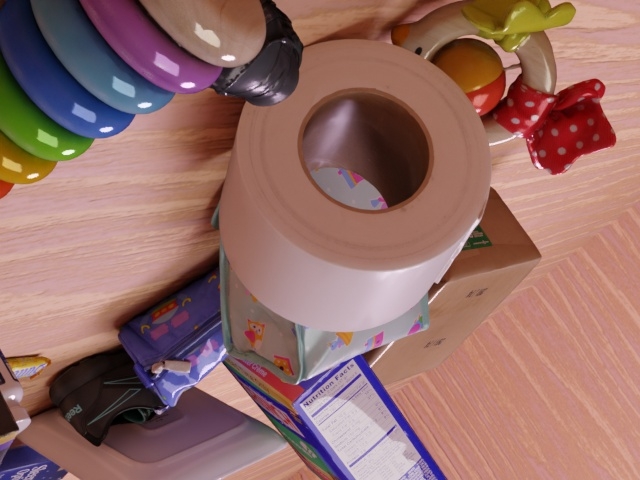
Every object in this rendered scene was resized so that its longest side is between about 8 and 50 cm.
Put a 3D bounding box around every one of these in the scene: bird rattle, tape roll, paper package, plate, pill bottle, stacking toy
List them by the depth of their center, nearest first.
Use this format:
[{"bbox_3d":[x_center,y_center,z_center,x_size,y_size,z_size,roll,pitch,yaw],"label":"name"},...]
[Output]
[{"bbox_3d":[-0.201,-0.095,0.878,0.330,0.141,0.141,-34,166,20],"label":"stacking toy"},{"bbox_3d":[0.028,-0.052,1.266,0.246,0.246,0.169,-28,164,-20],"label":"tape roll"},{"bbox_3d":[0.183,-0.173,1.330,0.207,0.143,0.253,-11,132,16],"label":"bird rattle"},{"bbox_3d":[-0.351,0.149,1.339,0.067,0.120,0.067,-31,165,-9],"label":"pill bottle"},{"bbox_3d":[-0.233,0.259,1.784,0.277,0.278,0.045,-19,121,-45],"label":"plate"},{"bbox_3d":[0.144,0.075,2.016,0.325,0.168,0.309,-9,145,-53],"label":"paper package"}]

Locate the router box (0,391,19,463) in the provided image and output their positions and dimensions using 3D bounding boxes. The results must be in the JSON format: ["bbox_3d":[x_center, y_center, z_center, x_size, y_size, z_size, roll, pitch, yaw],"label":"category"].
[{"bbox_3d":[-0.293,0.035,0.724,0.081,0.309,0.243,-19,160,-35],"label":"router box"}]

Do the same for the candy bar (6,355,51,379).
[{"bbox_3d":[-0.374,0.153,1.510,0.040,0.018,0.161,-38,164,19],"label":"candy bar"}]

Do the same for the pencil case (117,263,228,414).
[{"bbox_3d":[-0.115,0.088,1.644,0.306,0.119,0.133,-35,-169,1],"label":"pencil case"}]

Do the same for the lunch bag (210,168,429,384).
[{"bbox_3d":[0.000,0.000,1.482,0.223,0.262,0.160,-20,-156,-38],"label":"lunch bag"}]

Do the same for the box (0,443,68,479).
[{"bbox_3d":[-0.416,0.318,1.813,0.225,0.036,0.136,-11,160,-33],"label":"box"}]

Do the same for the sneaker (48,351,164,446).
[{"bbox_3d":[-0.236,0.190,1.756,0.267,0.106,0.101,-25,162,-34],"label":"sneaker"}]

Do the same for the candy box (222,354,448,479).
[{"bbox_3d":[0.010,0.234,1.752,0.122,0.268,0.317,-41,123,-13],"label":"candy box"}]

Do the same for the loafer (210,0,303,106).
[{"bbox_3d":[-0.048,-0.142,0.999,0.076,0.078,0.223,-38,-172,12],"label":"loafer"}]
